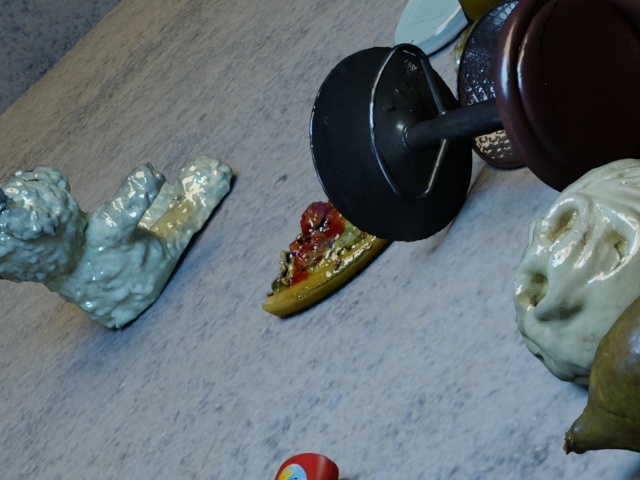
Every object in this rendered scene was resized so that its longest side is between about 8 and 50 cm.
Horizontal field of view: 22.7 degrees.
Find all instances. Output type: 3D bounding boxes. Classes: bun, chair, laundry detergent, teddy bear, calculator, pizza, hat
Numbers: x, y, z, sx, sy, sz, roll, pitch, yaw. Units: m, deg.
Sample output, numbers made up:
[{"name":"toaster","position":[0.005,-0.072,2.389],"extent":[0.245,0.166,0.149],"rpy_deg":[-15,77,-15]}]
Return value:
[{"name":"bun","position":[0.249,0.018,1.401],"extent":[0.231,0.133,0.231],"rpy_deg":[-37,27,23]},{"name":"chair","position":[0.190,-0.131,1.614],"extent":[0.401,0.226,0.226],"rpy_deg":[-12,40,54]},{"name":"laundry detergent","position":[-0.037,0.290,1.560],"extent":[0.097,0.049,0.165],"rpy_deg":[-32,27,47]},{"name":"teddy bear","position":[-0.364,-0.061,2.307],"extent":[0.327,0.362,0.375],"rpy_deg":[-21,36,46]},{"name":"calculator","position":[0.199,-0.370,2.234],"extent":[0.184,0.042,0.295],"rpy_deg":[-7,46,57]},{"name":"pizza","position":[0.000,0.000,1.962],"extent":[0.201,0.053,0.193],"rpy_deg":[-40,24,17]},{"name":"hat","position":[0.242,-0.175,1.805],"extent":[0.193,0.082,0.193],"rpy_deg":[-2,87,55]}]

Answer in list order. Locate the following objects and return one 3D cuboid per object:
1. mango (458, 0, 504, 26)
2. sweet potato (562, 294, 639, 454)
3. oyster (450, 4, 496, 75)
[{"name":"mango","position":[0.273,-0.389,1.981],"extent":[0.287,0.152,0.201],"rpy_deg":[-39,10,12]},{"name":"sweet potato","position":[0.317,0.070,1.174],"extent":[0.369,0.158,0.158],"rpy_deg":[-29,28,47]},{"name":"oyster","position":[0.281,-0.280,1.895],"extent":[0.294,0.094,0.166],"rpy_deg":[-36,16,9]}]
